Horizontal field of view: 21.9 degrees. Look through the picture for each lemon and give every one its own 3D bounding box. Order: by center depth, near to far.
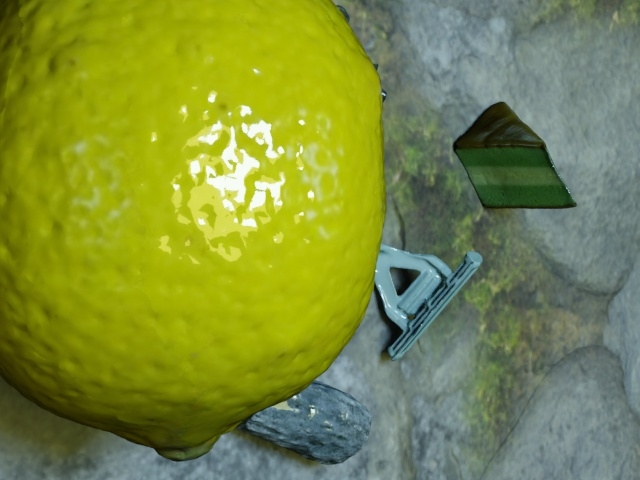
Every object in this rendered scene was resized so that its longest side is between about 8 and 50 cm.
[{"bbox_3d":[-0.103,-0.037,1.086,0.336,0.336,0.336,-1,91,-38],"label":"lemon"}]

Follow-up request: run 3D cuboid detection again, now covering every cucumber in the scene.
[{"bbox_3d":[-0.017,0.138,1.310,0.112,0.064,0.064,24,77,-36],"label":"cucumber"}]

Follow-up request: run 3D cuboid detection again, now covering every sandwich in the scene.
[{"bbox_3d":[0.187,-0.076,1.428,0.074,0.116,0.074,-43,116,-28],"label":"sandwich"}]

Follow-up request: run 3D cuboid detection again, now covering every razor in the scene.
[{"bbox_3d":[-0.004,-0.006,1.329,0.278,0.056,0.111,30,109,-28],"label":"razor"}]

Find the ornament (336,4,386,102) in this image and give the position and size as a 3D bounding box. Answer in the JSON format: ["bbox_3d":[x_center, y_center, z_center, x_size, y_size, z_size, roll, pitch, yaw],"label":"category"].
[{"bbox_3d":[0.023,-0.206,1.327,0.202,0.080,0.236,-15,98,-33],"label":"ornament"}]
